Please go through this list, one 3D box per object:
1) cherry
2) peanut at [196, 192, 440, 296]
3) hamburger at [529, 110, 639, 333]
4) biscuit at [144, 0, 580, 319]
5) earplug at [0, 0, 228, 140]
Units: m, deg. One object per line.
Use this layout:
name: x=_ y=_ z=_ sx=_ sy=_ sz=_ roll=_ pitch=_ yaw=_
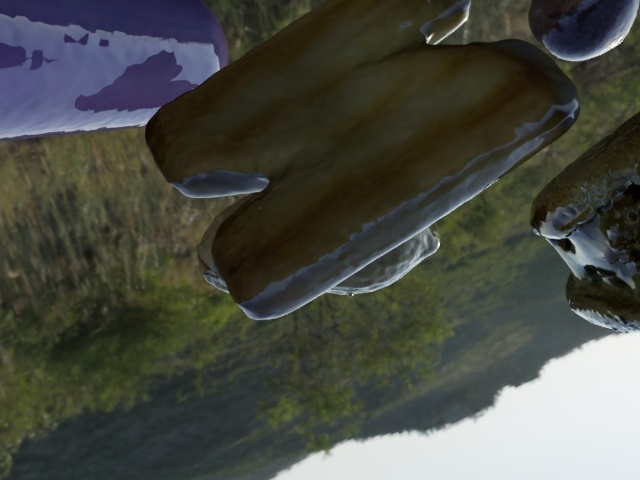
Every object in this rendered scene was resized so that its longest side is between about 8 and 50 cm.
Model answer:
cherry: x=0.405 y=-0.350 z=1.291 sx=0.176 sy=0.140 sz=0.176 roll=-22 pitch=174 yaw=-3
peanut: x=0.000 y=0.000 z=1.091 sx=0.313 sy=0.149 sz=0.149 roll=-3 pitch=169 yaw=-6
hamburger: x=0.294 y=-0.011 z=0.793 sx=0.192 sy=0.168 sz=0.288 roll=-39 pitch=179 yaw=16
biscuit: x=0.021 y=-0.089 z=0.660 sx=0.290 sy=0.237 sz=0.062 roll=-34 pitch=144 yaw=-4
earplug: x=-0.280 y=-0.211 z=0.926 sx=0.215 sy=0.215 sz=0.456 roll=-32 pitch=168 yaw=35
